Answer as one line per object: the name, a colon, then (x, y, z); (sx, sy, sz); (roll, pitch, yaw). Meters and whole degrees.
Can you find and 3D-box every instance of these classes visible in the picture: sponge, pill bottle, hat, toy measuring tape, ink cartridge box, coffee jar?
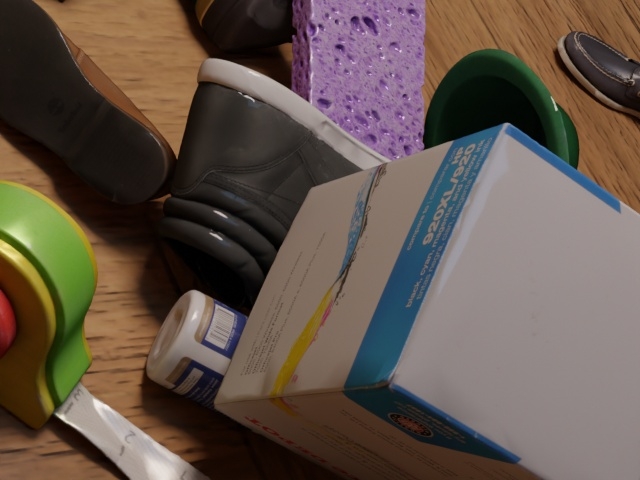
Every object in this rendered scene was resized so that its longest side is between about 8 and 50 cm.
sponge: (0.031, -0.109, 1.280); (0.117, 0.031, 0.210); (11, 71, -34)
pill bottle: (-0.049, 0.087, 1.066); (0.120, 0.067, 0.067); (29, 41, -16)
hat: (0.199, -0.071, 1.299); (0.184, 0.173, 0.208); (-4, 30, -32)
toy measuring tape: (-0.146, 0.061, 0.974); (0.330, 0.121, 0.121); (38, 39, -5)
ink cartridge box: (0.079, 0.060, 0.963); (0.171, 0.233, 0.168); (32, 69, -21)
coffee jar: (-0.082, -0.241, 1.333); (0.096, 0.079, 0.184); (-12, 64, -45)

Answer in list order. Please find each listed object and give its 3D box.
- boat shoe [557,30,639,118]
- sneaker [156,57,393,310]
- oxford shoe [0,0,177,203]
boat shoe: (0.333, -0.159, 1.613); (0.206, 0.065, 0.075); (32, 40, -12)
sneaker: (0.000, 0.000, 1.159); (0.296, 0.104, 0.147); (30, 82, -36)
oxford shoe: (-0.183, -0.102, 1.146); (0.212, 0.076, 0.076); (46, 9, 9)
